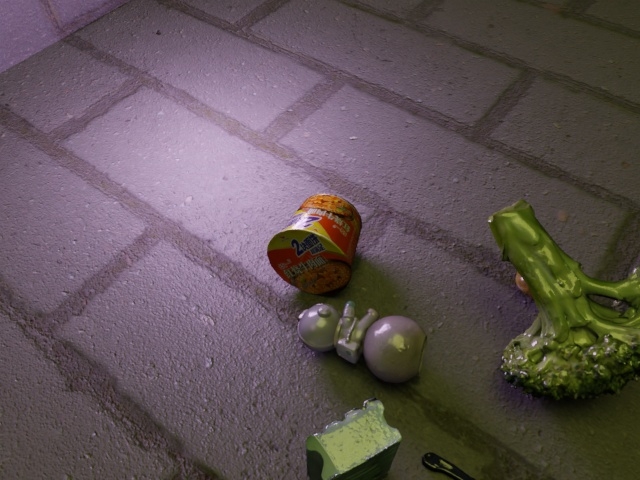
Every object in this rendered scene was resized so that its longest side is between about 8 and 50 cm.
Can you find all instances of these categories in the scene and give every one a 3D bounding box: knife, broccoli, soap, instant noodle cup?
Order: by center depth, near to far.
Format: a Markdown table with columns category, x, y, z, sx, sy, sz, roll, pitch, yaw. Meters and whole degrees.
| category | x | y | z | sx | sy | sz | roll | pitch | yaw |
| --- | --- | --- | --- | --- | --- | --- | --- | --- | --- |
| soap | 0.056 | 0.389 | 0.987 | 0.150 | 0.261 | 0.094 | -28 | 60 | -17 |
| knife | 0.256 | 0.454 | 1.081 | 0.121 | 0.018 | 0.031 | 25 | 51 | 19 |
| broccoli | 0.467 | 0.144 | 1.126 | 0.397 | 0.275 | 0.353 | 29 | 76 | 2 |
| instant noodle cup | 0.000 | 0.000 | 1.335 | 0.213 | 0.213 | 0.174 | 15 | 46 | 13 |

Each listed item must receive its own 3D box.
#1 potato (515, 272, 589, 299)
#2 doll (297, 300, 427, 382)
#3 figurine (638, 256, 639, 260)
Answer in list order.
| category | x | y | z | sx | sy | sz | roll | pitch | yaw |
| --- | --- | --- | --- | --- | --- | --- | --- | --- | --- |
| potato | 0.542 | 0.110 | 1.294 | 0.171 | 0.080 | 0.107 | 26 | 57 | 15 |
| doll | 0.081 | 0.214 | 1.200 | 0.287 | 0.151 | 0.150 | 13 | 54 | 17 |
| figurine | 0.895 | 0.127 | 1.172 | 0.387 | 0.268 | 0.401 | 42 | 97 | 11 |
